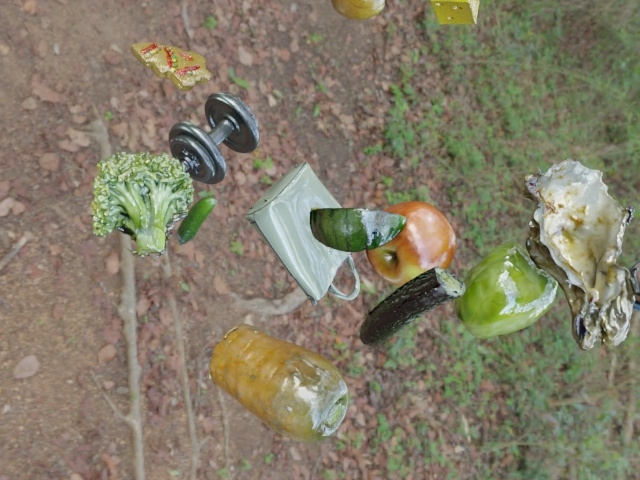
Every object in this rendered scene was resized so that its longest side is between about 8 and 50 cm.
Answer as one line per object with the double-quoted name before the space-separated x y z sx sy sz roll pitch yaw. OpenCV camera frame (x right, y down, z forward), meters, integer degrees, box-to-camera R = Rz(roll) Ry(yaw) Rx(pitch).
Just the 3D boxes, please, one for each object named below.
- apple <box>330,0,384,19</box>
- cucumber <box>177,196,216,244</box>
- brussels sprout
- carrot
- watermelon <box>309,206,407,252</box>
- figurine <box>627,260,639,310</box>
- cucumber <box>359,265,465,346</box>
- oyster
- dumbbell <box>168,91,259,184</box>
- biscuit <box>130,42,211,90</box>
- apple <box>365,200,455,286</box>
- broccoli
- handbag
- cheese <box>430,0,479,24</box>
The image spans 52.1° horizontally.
"apple" 0.108 -0.683 1.760 0.155 0.182 0.183 13 63 -11
"cucumber" -0.366 -0.052 1.876 0.056 0.250 0.056 21 45 -23
"brussels sprout" 0.361 0.108 1.289 0.223 0.161 0.223 -32 147 -24
"carrot" -0.099 0.366 1.672 0.224 0.340 0.224 -39 141 -42
"watermelon" 0.050 -0.017 1.128 0.092 0.181 0.075 7 88 -67
"figurine" 0.679 0.073 1.289 0.144 0.178 0.114 13 52 -54
"cucumber" 0.133 0.109 1.062 0.067 0.245 0.067 18 54 -27
"oyster" 0.469 0.021 1.155 0.133 0.197 0.337 102 -29 -75
"dumbbell" -0.283 -0.272 1.752 0.290 0.192 0.192 -49 124 -29
"biscuit" -0.432 -0.518 1.896 0.238 0.041 0.212 21 40 -13
"apple" 0.167 0.006 1.204 0.139 0.163 0.163 -32 109 -37
"broccoli" -0.406 -0.105 1.461 0.273 0.242 0.180 -114 -166 -54
"handbag" 0.000 0.000 1.406 0.315 0.109 0.241 49 48 -14
"cheese" 0.323 -0.605 1.515 0.126 0.093 0.171 21 81 -68
